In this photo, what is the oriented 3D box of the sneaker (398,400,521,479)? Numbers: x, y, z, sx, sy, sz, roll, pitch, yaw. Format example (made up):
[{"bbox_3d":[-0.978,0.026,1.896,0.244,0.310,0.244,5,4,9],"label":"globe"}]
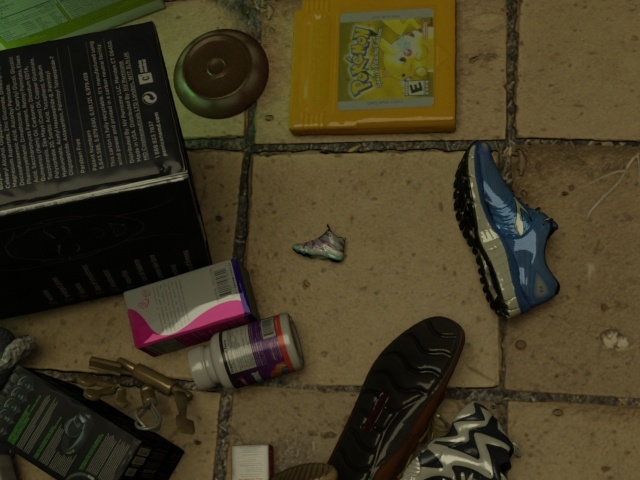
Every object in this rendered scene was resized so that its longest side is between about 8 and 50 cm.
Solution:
[{"bbox_3d":[0.243,0.405,1.772,0.235,0.094,0.153,-43,63,-15],"label":"sneaker"}]

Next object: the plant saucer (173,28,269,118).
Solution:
[{"bbox_3d":[-0.203,-0.341,2.095,0.198,0.036,0.199,-2,74,9],"label":"plant saucer"}]

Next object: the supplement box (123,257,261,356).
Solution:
[{"bbox_3d":[-0.234,0.125,1.923,0.220,0.114,0.111,-16,73,3],"label":"supplement box"}]

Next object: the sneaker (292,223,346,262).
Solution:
[{"bbox_3d":[0.000,0.000,1.963,0.098,0.038,0.069,12,74,3],"label":"sneaker"}]

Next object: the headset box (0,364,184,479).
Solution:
[{"bbox_3d":[-0.416,0.343,1.818,0.283,0.246,0.131,28,81,15],"label":"headset box"}]

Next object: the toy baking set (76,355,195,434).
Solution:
[{"bbox_3d":[-0.319,0.279,1.861,0.256,0.197,0.030,23,107,11],"label":"toy baking set"}]

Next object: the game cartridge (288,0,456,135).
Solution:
[{"bbox_3d":[0.103,-0.345,2.037,0.323,0.053,0.285,-1,74,8],"label":"game cartridge"}]

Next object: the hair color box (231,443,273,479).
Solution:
[{"bbox_3d":[-0.120,0.434,1.850,0.072,0.043,0.141,-3,73,8],"label":"hair color box"}]

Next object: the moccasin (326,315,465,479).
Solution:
[{"bbox_3d":[0.138,0.306,1.806,0.139,0.147,0.380,21,82,29],"label":"moccasin"}]

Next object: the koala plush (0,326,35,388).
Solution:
[{"bbox_3d":[-0.633,0.238,1.903,0.196,0.203,0.221,10,45,35],"label":"koala plush"}]

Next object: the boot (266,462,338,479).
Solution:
[{"bbox_3d":[-0.037,0.494,1.750,0.248,0.090,0.207,-26,97,24],"label":"boot"}]

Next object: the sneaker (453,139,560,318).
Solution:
[{"bbox_3d":[0.338,-0.029,1.884,0.147,0.130,0.330,-14,75,-10],"label":"sneaker"}]

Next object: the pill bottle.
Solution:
[{"bbox_3d":[-0.135,0.206,1.885,0.193,0.108,0.108,-17,72,5],"label":"pill bottle"}]

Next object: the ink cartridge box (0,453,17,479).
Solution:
[{"bbox_3d":[-0.665,0.556,1.874,0.296,0.066,0.261,-23,75,6],"label":"ink cartridge box"}]

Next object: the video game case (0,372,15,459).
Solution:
[{"bbox_3d":[-0.661,0.367,1.969,0.196,0.026,0.274,18,77,14],"label":"video game case"}]

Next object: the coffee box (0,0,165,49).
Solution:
[{"bbox_3d":[-0.547,-0.619,2.074,0.338,0.334,0.338,-20,72,3],"label":"coffee box"}]

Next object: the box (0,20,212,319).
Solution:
[{"bbox_3d":[-0.457,-0.092,1.792,0.471,0.480,0.297,-13,70,-6],"label":"box"}]
